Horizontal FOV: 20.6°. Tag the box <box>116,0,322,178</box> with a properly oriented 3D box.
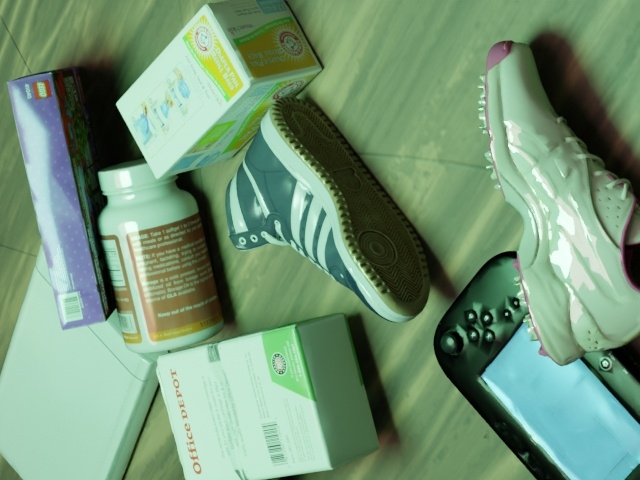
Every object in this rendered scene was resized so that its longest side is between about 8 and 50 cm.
[{"bbox_3d":[-0.111,-0.168,1.902,0.203,0.114,0.103,-40,74,45],"label":"box"}]

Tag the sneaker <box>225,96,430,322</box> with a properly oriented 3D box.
[{"bbox_3d":[0.000,0.000,1.862,0.282,0.099,0.153,58,132,23],"label":"sneaker"}]

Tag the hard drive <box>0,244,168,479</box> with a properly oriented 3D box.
[{"bbox_3d":[-0.329,0.203,2.316,0.233,0.047,0.353,44,132,25],"label":"hard drive"}]

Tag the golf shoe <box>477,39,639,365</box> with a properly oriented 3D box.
[{"bbox_3d":[0.234,-0.044,1.625,0.140,0.115,0.306,-14,89,18],"label":"golf shoe"}]

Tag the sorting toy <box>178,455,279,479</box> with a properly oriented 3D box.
[{"bbox_3d":[-0.091,0.248,2.086,0.132,0.046,0.274,44,129,25],"label":"sorting toy"}]

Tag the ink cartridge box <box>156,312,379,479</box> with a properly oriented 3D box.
[{"bbox_3d":[-0.061,0.179,1.941,0.219,0.092,0.160,-14,90,41],"label":"ink cartridge box"}]

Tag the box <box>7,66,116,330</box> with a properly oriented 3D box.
[{"bbox_3d":[-0.296,-0.056,2.080,0.057,0.201,0.293,-11,98,2],"label":"box"}]

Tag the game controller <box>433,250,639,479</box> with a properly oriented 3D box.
[{"bbox_3d":[0.244,0.160,1.700,0.319,0.067,0.166,48,133,21],"label":"game controller"}]

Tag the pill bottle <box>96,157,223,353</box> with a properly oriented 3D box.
[{"bbox_3d":[-0.191,0.014,2.049,0.121,0.121,0.216,-2,103,46],"label":"pill bottle"}]
